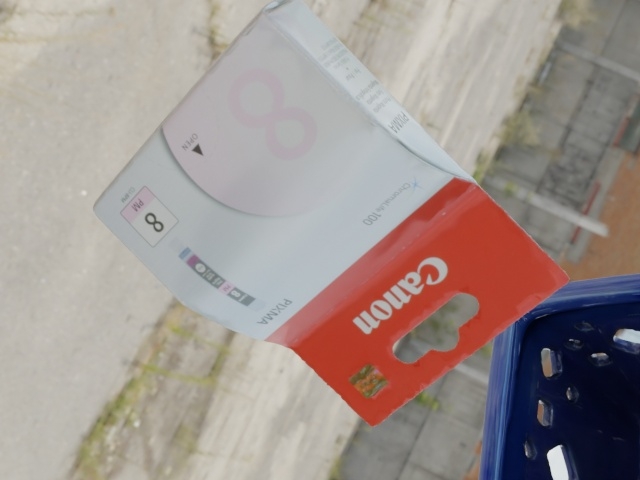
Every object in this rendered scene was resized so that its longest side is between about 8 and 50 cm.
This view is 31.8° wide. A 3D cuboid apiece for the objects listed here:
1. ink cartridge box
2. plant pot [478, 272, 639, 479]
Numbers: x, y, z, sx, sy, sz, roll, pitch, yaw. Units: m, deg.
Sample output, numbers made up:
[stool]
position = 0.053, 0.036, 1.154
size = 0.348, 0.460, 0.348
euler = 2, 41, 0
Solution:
[ink cartridge box]
position = 0.000, 0.000, 0.676
size = 0.189, 0.232, 0.066
euler = -43, 179, 33
[plant pot]
position = 0.272, 0.170, 0.836
size = 0.212, 0.236, 0.236
euler = 35, 55, -41
